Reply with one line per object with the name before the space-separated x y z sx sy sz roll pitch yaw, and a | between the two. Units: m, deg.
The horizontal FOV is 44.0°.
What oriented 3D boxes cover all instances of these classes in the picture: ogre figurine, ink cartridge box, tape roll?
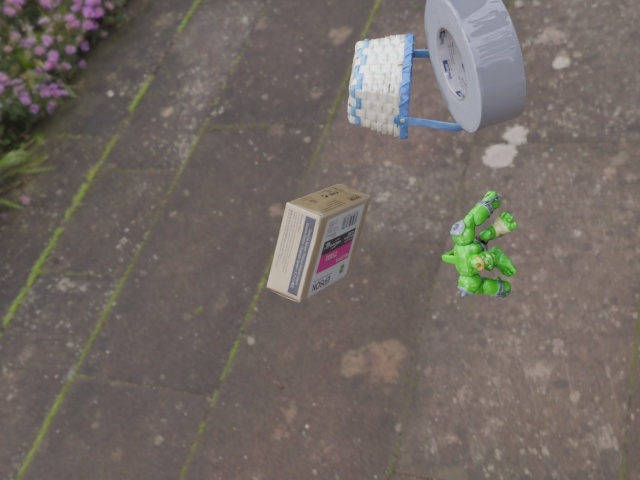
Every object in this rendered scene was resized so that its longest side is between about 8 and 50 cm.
ogre figurine | 0.291 0.023 1.432 0.118 0.197 0.097 -22 40 -28
ink cartridge box | 0.000 0.000 1.641 0.088 0.193 0.235 22 23 22
tape roll | 0.230 -0.277 1.197 0.072 0.219 0.219 -18 47 -3

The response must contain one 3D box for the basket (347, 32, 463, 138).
basket | 0.218 -0.375 1.910 0.289 0.201 0.254 4 54 12
